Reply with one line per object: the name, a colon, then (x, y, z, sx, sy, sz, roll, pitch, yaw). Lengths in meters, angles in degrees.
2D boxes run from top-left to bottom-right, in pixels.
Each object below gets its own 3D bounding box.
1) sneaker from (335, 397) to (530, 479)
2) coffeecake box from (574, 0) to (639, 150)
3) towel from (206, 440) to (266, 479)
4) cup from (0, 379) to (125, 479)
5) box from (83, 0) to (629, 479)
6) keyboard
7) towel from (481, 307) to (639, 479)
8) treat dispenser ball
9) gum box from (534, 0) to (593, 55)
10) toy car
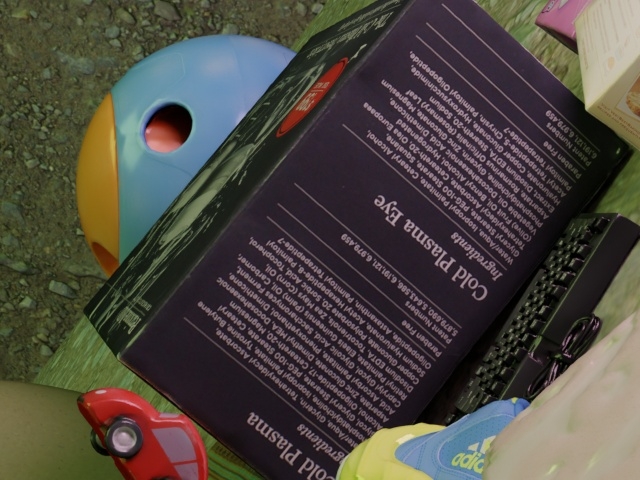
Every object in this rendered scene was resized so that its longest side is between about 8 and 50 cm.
sneaker: (0.077, 0.150, 0.536, 0.126, 0.091, 0.240, -33, 36, 13)
coffeecake box: (0.237, -0.153, 0.754, 0.185, 0.068, 0.142, -50, 13, 29)
towel: (-0.132, 0.289, 1.013, 0.370, 0.040, 0.271, -49, 12, -10)
cup: (-0.326, 0.276, 1.344, 0.331, 0.237, 0.331, -55, 4, 6)
box: (0.000, 0.000, 0.942, 0.312, 0.179, 0.343, -52, 12, -8)
keyboard: (0.123, 0.061, 0.751, 0.180, 0.023, 0.108, -58, 12, -3)
towel: (0.193, 0.040, 0.357, 0.332, 0.053, 0.317, -42, 15, 13)
treat dispenser ball: (-0.091, -0.053, 1.245, 0.288, 0.288, 0.288, -52, 13, 17)
gum box: (0.240, -0.207, 0.897, 0.188, 0.062, 0.107, -54, 12, 10)
toy car: (-0.048, 0.204, 0.768, 0.053, 0.239, 0.225, -34, -30, -19)
